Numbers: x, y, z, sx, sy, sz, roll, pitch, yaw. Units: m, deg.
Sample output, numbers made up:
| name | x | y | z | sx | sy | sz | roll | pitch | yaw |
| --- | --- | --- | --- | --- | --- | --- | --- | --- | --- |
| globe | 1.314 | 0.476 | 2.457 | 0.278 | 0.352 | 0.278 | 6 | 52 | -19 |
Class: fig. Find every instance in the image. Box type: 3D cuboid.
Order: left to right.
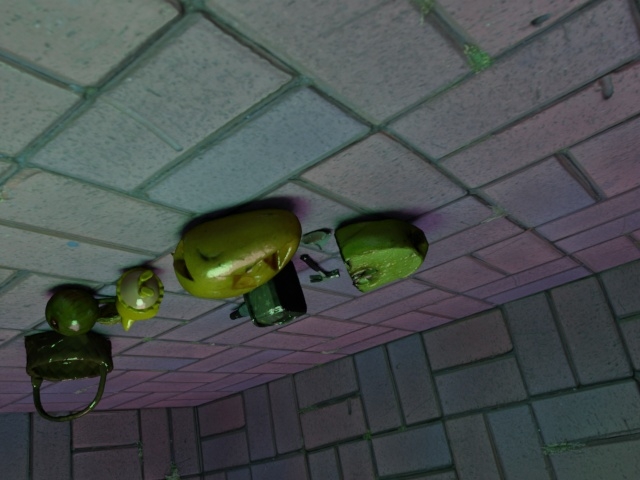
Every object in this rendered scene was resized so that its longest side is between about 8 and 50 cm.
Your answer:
| name | x | y | z | sx | sy | sz | roll | pitch | yaw |
| --- | --- | --- | --- | --- | --- | --- | --- | --- | --- |
| fig | -0.716 | 0.193 | 1.701 | 0.151 | 0.151 | 0.259 | -26 | -173 | 31 |

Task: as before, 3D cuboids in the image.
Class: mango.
| name | x | y | z | sx | sy | sz | roll | pitch | yaw |
| --- | --- | --- | --- | --- | --- | --- | --- | --- | --- |
| mango | -0.213 | 0.024 | 1.441 | 0.365 | 0.182 | 0.253 | -30 | 150 | 15 |

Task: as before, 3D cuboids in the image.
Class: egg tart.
| name | x | y | z | sx | sy | sz | roll | pitch | yaw |
| --- | --- | --- | --- | --- | --- | --- | --- | --- | --- |
| egg tart | -0.684 | 0.247 | 1.801 | 0.129 | 0.049 | 0.128 | -6 | -159 | 2 |

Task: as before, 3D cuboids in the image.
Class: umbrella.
| name | x | y | z | sx | sy | sz | roll | pitch | yaw |
| --- | --- | --- | --- | --- | --- | --- | --- | --- | --- |
| umbrella | -0.256 | 0.250 | 2.088 | 0.251 | 0.052 | 0.053 | -28 | 153 | 33 |

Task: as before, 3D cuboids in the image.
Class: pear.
| name | x | y | z | sx | sy | sz | roll | pitch | yaw |
| --- | --- | --- | --- | --- | --- | --- | --- | --- | --- |
| pear | 0.180 | 0.013 | 1.612 | 0.256 | 0.163 | 0.238 | -20 | 146 | 8 |

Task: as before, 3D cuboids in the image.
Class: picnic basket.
| name | x | y | z | sx | sy | sz | roll | pitch | yaw |
| --- | --- | --- | --- | --- | --- | --- | --- | --- | --- |
| picnic basket | -0.927 | 0.508 | 2.047 | 0.293 | 0.336 | 0.337 | -12 | 157 | 2 |

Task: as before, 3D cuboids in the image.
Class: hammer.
| name | x | y | z | sx | sy | sz | roll | pitch | yaw |
| --- | --- | --- | --- | --- | --- | --- | --- | --- | --- |
| hammer | -0.021 | 0.096 | 1.872 | 0.103 | 0.029 | 0.246 | -19 | 155 | 15 |

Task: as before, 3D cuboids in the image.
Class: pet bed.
| name | x | y | z | sx | sy | sz | roll | pitch | yaw |
| --- | --- | --- | --- | --- | --- | --- | --- | --- | --- |
| pet bed | -0.166 | 0.161 | 1.704 | 0.159 | 0.210 | 0.183 | -27 | 161 | 23 |

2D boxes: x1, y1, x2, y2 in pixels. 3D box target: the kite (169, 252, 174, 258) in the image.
| name | x | y | z | sx | sy | sz | roll | pitch | yaw |
| --- | --- | --- | --- | --- | --- | --- | --- | --- | --- |
| kite | -0.395 | 0.052 | 1.617 | 0.090 | 0.004 | 0.122 | -28 | 152 | 36 |

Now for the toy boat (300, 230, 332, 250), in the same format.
| name | x | y | z | sx | sy | sz | roll | pitch | yaw |
| --- | --- | --- | --- | --- | --- | --- | --- | --- | --- |
| toy boat | 0.000 | 0.000 | 1.660 | 0.096 | 0.034 | 0.122 | -18 | 165 | 15 |

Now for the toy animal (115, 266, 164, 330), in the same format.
| name | x | y | z | sx | sy | sz | roll | pitch | yaw |
| --- | --- | --- | --- | --- | --- | --- | --- | --- | --- |
| toy animal | -0.540 | 0.164 | 1.631 | 0.156 | 0.155 | 0.230 | 4 | 152 | -32 |
